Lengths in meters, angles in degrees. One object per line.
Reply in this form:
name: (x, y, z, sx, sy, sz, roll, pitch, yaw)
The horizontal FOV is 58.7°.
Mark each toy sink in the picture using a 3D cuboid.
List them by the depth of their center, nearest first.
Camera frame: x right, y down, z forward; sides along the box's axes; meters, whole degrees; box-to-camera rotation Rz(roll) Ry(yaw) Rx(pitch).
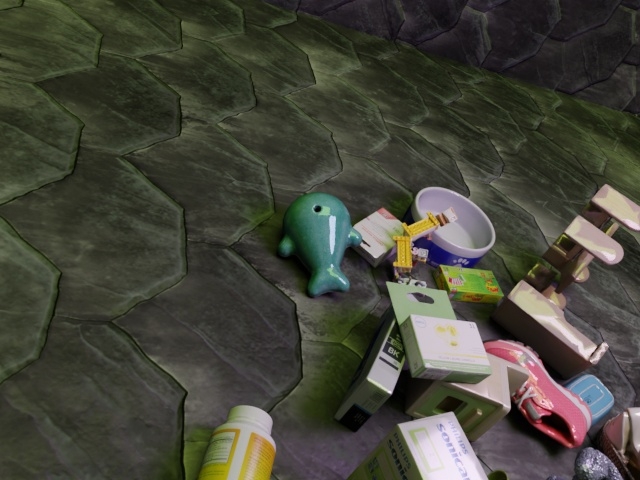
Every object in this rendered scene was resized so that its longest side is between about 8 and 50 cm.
toy sink: (0.323, 0.335, 1.241, 0.234, 0.153, 0.131, 23, 40, -8)

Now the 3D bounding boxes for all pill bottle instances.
pill bottle: (-0.142, 0.390, 0.949, 0.117, 0.117, 0.215, 22, 41, -7)

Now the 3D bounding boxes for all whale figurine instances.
whale figurine: (0.000, 0.000, 1.407, 0.216, 0.141, 0.272, -6, 60, -5)

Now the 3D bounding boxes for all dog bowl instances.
dog bowl: (0.377, -0.034, 1.693, 0.264, 0.104, 0.265, 16, 41, -15)

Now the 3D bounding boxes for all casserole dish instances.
casserole dish: (0.684, 0.404, 1.458, 0.188, 0.037, 0.114, -13, 54, -37)

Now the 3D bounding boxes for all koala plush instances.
koala plush: (0.489, 0.551, 1.069, 0.221, 0.196, 0.203, -19, 54, -36)

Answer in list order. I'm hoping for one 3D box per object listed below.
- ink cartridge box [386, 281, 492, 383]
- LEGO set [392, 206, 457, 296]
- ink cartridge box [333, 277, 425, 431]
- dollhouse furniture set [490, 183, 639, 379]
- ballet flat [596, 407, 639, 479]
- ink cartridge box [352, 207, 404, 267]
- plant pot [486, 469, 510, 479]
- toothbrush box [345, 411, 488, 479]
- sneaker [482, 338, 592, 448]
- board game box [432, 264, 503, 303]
ink cartridge box: (0.243, 0.178, 1.188, 0.171, 0.056, 0.235, 11, 48, -24)
LEGO set: (0.258, 0.026, 1.516, 0.132, 0.107, 0.287, 22, 58, 14)
ink cartridge box: (0.142, 0.238, 1.231, 0.065, 0.165, 0.333, 31, 41, 3)
dollhouse furniture set: (0.694, 0.128, 1.524, 0.256, 0.362, 0.394, 41, 70, 17)
ballet flat: (0.693, 0.457, 1.169, 0.483, 0.163, 0.182, -63, 136, -73)
ink cartridge box: (0.151, -0.004, 1.565, 0.115, 0.067, 0.198, 42, 40, 16)
plant pot: (0.374, 0.519, 1.141, 0.079, 0.083, 0.083, 39, 40, -8)
toothbrush box: (0.153, 0.446, 0.927, 0.122, 0.283, 0.206, 0, 48, -30)
sneaker: (0.493, 0.352, 1.325, 0.313, 0.116, 0.136, 39, 28, 13)
board game box: (0.414, 0.124, 1.595, 0.181, 0.043, 0.092, 7, 45, -23)
